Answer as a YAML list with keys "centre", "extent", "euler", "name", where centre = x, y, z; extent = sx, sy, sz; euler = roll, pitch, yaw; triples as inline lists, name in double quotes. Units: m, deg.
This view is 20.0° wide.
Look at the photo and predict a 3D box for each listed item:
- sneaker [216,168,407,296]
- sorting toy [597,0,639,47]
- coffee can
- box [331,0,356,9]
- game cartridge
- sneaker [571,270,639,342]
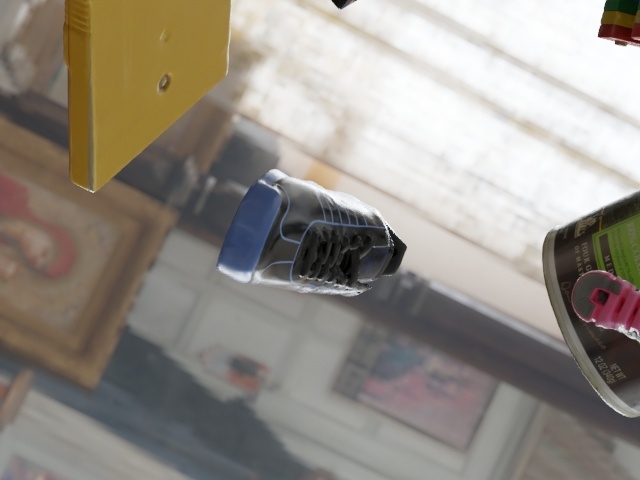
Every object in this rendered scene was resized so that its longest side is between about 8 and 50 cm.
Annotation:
- centre: [0.000, 0.000, 1.325]
  extent: [0.081, 0.090, 0.232]
  euler: [-68, 166, 12]
  name: "sneaker"
- centre: [0.436, -0.231, 1.944]
  extent: [0.257, 0.255, 0.089]
  euler: [-154, -104, -77]
  name: "sorting toy"
- centre: [0.375, 0.024, 1.685]
  extent: [0.275, 0.201, 0.201]
  euler: [-27, -156, 26]
  name: "coffee can"
- centre: [0.102, -0.275, 1.297]
  extent: [0.159, 0.044, 0.233]
  euler: [-35, 172, -44]
  name: "box"
- centre: [-0.203, -0.254, 2.163]
  extent: [0.285, 0.052, 0.324]
  euler: [-46, 154, -38]
  name: "game cartridge"
- centre: [0.240, 0.059, 1.309]
  extent: [0.047, 0.119, 0.057]
  euler: [-60, 161, 1]
  name: "sneaker"
